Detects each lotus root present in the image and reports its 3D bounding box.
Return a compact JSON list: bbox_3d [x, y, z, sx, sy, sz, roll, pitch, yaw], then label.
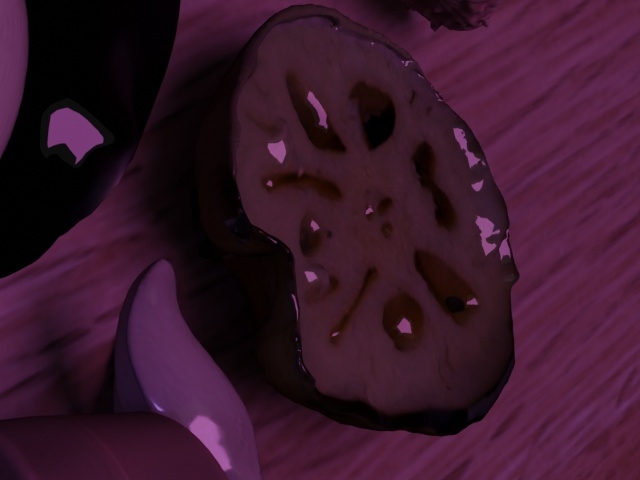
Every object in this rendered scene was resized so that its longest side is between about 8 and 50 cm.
[{"bbox_3d":[0.003,0.001,0.852,0.203,0.078,0.183,23,58,-49],"label":"lotus root"}]

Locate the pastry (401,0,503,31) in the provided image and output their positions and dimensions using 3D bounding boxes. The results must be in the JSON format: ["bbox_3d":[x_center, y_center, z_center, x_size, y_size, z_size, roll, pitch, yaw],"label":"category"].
[{"bbox_3d":[0.027,-0.223,0.882,0.112,0.103,0.265,-14,95,-40],"label":"pastry"}]

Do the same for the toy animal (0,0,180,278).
[{"bbox_3d":[-0.162,-0.074,0.551,0.267,0.212,0.212,-21,103,-72],"label":"toy animal"}]

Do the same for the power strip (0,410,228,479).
[{"bbox_3d":[-0.087,0.137,0.678,0.078,0.154,0.154,-2,88,-35],"label":"power strip"}]

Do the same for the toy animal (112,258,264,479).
[{"bbox_3d":[-0.034,0.123,0.739,0.131,0.221,0.104,-45,158,-5],"label":"toy animal"}]
